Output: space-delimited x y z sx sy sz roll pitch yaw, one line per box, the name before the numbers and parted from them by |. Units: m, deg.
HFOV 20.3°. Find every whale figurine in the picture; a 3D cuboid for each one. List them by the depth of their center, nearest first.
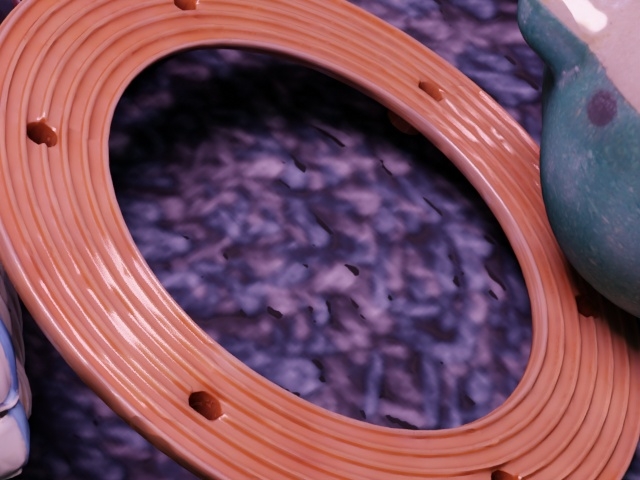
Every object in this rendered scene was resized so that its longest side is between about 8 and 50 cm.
whale figurine | 0.160 -0.063 0.866 0.216 0.141 0.272 22 27 -37

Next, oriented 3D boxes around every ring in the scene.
ring | 0.000 0.000 0.799 0.337 0.032 0.336 21 42 -21

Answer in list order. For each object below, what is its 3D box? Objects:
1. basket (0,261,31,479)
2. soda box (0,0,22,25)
basket | -0.249 0.010 0.770 0.255 0.201 0.289 -24 29 -15
soda box | -0.179 -0.191 0.941 0.092 0.083 0.263 -35 68 -20
